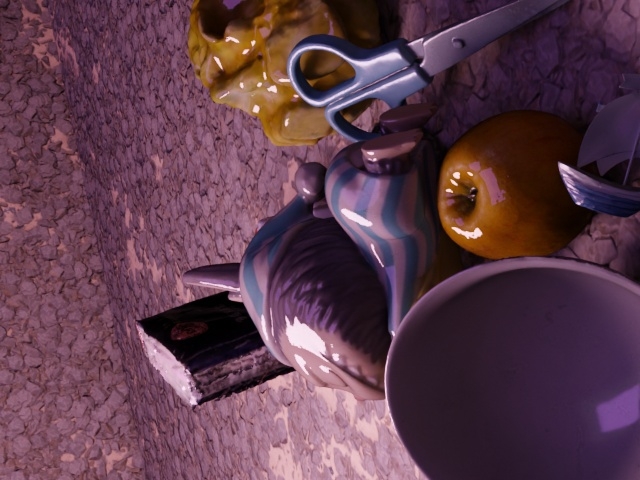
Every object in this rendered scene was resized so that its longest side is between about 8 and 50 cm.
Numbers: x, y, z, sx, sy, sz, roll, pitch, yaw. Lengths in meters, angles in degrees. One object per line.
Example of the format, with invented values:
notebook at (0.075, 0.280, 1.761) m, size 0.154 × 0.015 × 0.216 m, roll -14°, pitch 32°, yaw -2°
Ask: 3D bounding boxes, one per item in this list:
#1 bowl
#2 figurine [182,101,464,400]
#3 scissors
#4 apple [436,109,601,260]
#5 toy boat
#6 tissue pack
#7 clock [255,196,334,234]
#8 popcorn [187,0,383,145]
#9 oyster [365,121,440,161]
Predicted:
bowl at (0.252, 0.139, 1.132) m, size 0.157 × 0.345 × 0.346 m, roll -53°, pitch -27°, yaw -59°
figurine at (-0.017, 0.032, 1.355) m, size 0.266 × 0.377 × 0.361 m, roll -64°, pitch -34°, yaw -62°
scissors at (0.142, -0.233, 1.315) m, size 0.447 × 0.029 × 0.192 m, roll -19°, pitch 125°, yaw 46°
apple at (0.218, -0.059, 1.203) m, size 0.182 × 0.155 × 0.182 m, roll 174°, pitch 90°, yaw -65°
toy boat at (0.298, -0.095, 1.098) m, size 0.034 × 0.105 × 0.149 m, roll -61°, pitch -36°, yaw -77°
tissue pack at (-0.115, 0.141, 1.748) m, size 0.245 × 0.332 × 0.123 m, roll 29°, pitch 132°, yaw 57°
clock at (-0.002, 0.001, 1.674) m, size 0.254 × 0.188 × 0.189 m, roll -141°, pitch 48°, yaw -64°
popcorn at (-0.045, -0.313, 1.605) m, size 0.334 × 0.293 × 0.292 m, roll 46°, pitch 105°, yaw 8°
oyster at (0.107, -0.094, 1.531) m, size 0.252 × 0.087 × 0.199 m, roll -111°, pitch 32°, yaw -47°
